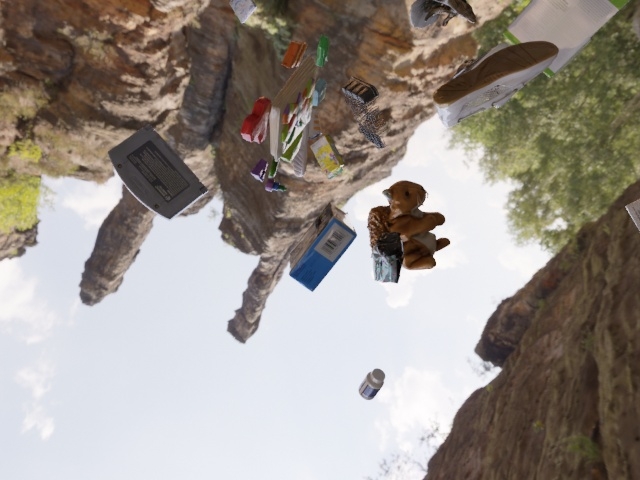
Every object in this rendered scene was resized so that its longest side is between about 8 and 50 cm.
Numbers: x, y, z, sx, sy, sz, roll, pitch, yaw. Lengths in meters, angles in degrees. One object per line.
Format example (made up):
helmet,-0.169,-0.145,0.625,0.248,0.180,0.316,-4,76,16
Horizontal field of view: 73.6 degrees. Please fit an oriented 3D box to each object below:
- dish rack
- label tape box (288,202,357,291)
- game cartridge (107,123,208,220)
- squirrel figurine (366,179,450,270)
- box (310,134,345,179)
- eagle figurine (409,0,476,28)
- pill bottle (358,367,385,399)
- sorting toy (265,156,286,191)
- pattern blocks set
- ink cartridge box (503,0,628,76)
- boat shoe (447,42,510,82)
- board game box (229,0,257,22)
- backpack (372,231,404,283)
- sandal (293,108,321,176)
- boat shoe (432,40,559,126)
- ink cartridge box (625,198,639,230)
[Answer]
dish rack,0.187,-0.494,1.687,0.271,0.074,0.208,57,179,-38
label tape box,0.000,0.000,1.485,0.106,0.240,0.333,36,-168,-12
game cartridge,-0.552,-0.220,1.439,0.297,0.198,0.062,49,167,-6
squirrel figurine,0.352,-0.077,1.936,0.281,0.397,0.370,-35,-72,-45
box,0.038,-0.374,1.932,0.043,0.105,0.179,-23,-93,-46
eagle figurine,0.354,-0.717,1.107,0.226,0.226,0.297,2,-101,2
pill bottle,0.182,0.500,1.496,0.067,0.120,0.067,13,-141,-11
sorting toy,-0.174,-0.366,2.064,0.126,0.365,0.127,15,-133,-6
pattern blocks set,-0.054,-0.263,0.862,0.026,0.285,0.324,24,-111,8
ink cartridge box,0.661,-0.601,1.145,0.188,0.255,0.097,49,-142,9
boat shoe,0.511,-0.566,1.453,0.108,0.301,0.102,-9,-110,-26
board game box,-0.298,-0.908,1.649,0.090,0.090,0.020,59,-141,-3
backpack,0.251,0.074,1.602,0.115,0.181,0.151,4,-148,13
sandal,-0.041,-0.337,1.409,0.076,0.264,0.102,5,178,-30
boat shoe,0.385,-0.343,0.950,0.096,0.277,0.098,58,-171,-46
ink cartridge box,0.992,-0.080,1.082,0.211,0.289,0.121,25,-134,-29
